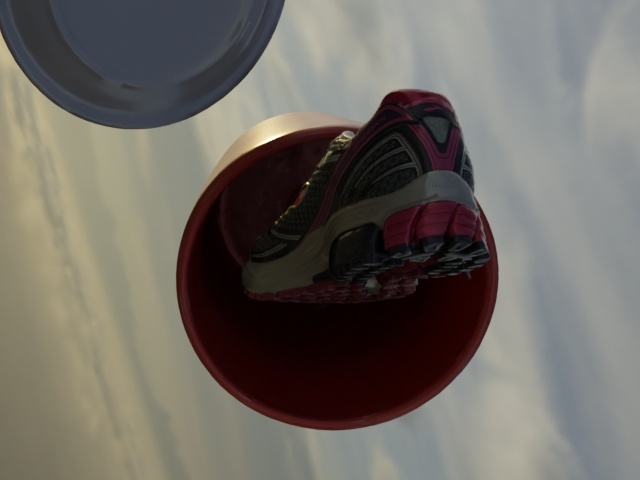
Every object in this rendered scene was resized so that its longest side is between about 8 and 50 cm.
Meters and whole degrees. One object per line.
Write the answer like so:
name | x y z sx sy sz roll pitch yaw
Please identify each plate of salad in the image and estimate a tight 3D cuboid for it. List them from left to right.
plate of salad | -0.107 -0.166 0.807 0.048 0.200 0.200 30 -40 52

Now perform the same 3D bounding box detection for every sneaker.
sneaker | 0.030 -0.017 0.955 0.299 0.121 0.112 154 -66 -63

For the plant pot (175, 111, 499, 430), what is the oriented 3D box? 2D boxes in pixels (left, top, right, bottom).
plant pot | 0.000 0.000 1.214 0.243 0.275 0.275 -114 -172 -70
